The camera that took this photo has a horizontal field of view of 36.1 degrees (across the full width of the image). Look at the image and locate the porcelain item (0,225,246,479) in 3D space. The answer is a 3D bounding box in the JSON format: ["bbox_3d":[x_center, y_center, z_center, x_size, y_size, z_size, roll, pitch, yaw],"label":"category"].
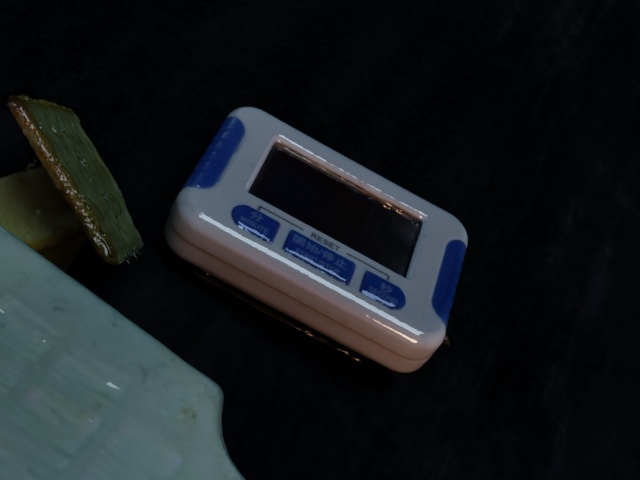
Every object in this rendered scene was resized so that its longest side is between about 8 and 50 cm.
[{"bbox_3d":[-0.208,0.148,0.536,0.281,0.157,0.286,35,42,-3],"label":"porcelain item"}]

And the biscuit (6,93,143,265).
[{"bbox_3d":[-0.177,-0.045,0.746,0.144,0.016,0.203,59,-1,-4],"label":"biscuit"}]

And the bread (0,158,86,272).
[{"bbox_3d":[-0.241,-0.013,0.709,0.109,0.080,0.084,-1,53,-40],"label":"bread"}]

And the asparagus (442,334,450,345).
[{"bbox_3d":[0.075,0.072,0.919,0.114,0.014,0.015,24,84,-17],"label":"asparagus"}]

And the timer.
[{"bbox_3d":[0.000,0.000,0.869,0.253,0.078,0.178,29,42,-4],"label":"timer"}]
